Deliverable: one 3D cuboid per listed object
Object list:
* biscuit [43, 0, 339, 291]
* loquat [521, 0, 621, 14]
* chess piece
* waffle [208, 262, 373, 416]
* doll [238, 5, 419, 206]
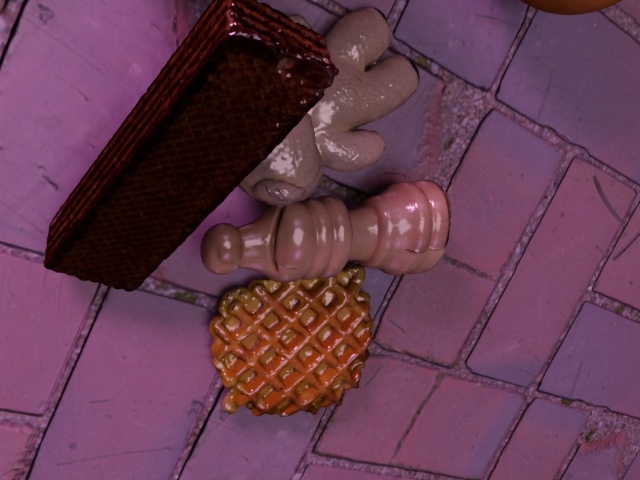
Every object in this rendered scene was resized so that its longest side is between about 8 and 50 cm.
[{"bbox_3d":[-0.142,-0.077,0.702,0.107,0.073,0.388,20,137,-33],"label":"biscuit"},{"bbox_3d":[0.309,-0.391,0.828,0.263,0.263,0.262,-11,116,-24],"label":"loquat"},{"bbox_3d":[0.000,0.000,0.899,0.308,0.139,0.124,-7,92,-26],"label":"chess piece"},{"bbox_3d":[-0.037,0.135,0.989,0.238,0.059,0.243,-6,111,-23],"label":"waffle"},{"bbox_3d":[-0.005,-0.152,0.853,0.278,0.175,0.149,-38,162,-19],"label":"doll"}]
